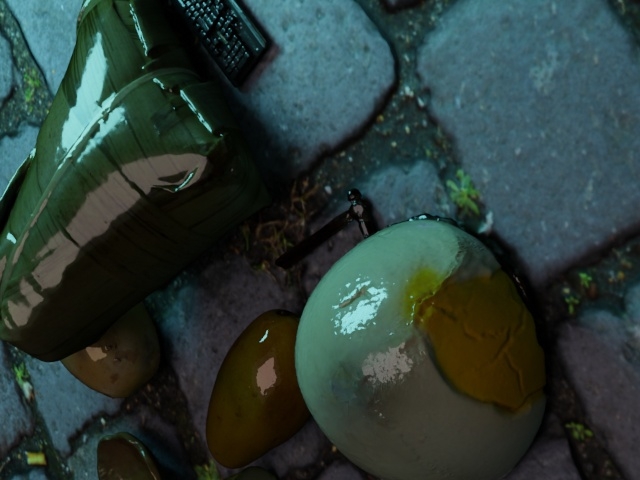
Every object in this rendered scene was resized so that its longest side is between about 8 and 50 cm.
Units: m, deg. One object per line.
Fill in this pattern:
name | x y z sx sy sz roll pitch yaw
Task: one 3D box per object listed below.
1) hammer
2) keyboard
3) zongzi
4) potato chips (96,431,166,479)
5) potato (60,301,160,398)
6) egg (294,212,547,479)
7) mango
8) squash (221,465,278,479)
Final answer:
hammer | 0.000 0.000 1.656 0.178 0.021 0.065 -34 77 38
keyboard | -0.151 -0.310 1.724 0.230 0.025 0.094 54 128 19
zongzi | -0.353 -0.095 1.761 0.500 0.218 0.467 -39 58 11
potato chips | -0.257 0.371 1.891 0.208 0.061 0.195 45 128 41
potato | -0.318 0.116 1.866 0.150 0.146 0.234 -43 67 1
egg | 0.085 0.144 1.501 0.337 0.201 0.337 6 100 40
mango | -0.075 0.202 1.690 0.138 0.113 0.253 45 123 27
squash | -0.140 0.386 1.802 0.224 0.094 0.094 -36 75 44
